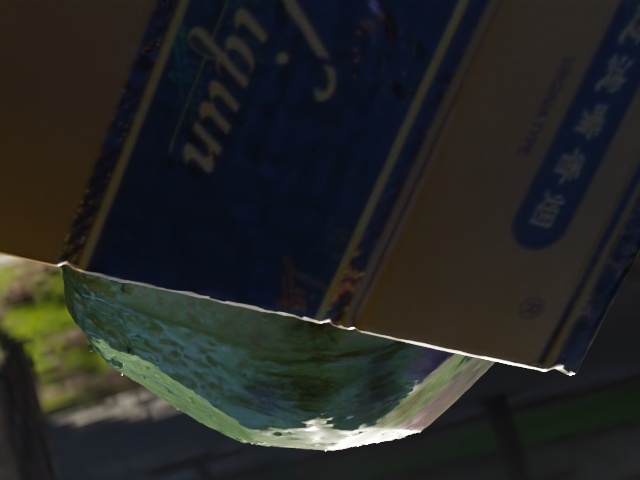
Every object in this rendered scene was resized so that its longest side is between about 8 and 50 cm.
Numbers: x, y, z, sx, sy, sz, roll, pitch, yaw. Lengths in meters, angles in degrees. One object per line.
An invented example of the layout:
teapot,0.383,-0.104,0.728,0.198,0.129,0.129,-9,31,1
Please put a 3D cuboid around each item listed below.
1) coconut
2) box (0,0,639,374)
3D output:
coconut,0.000,0.000,0.865,0.236,0.236,0.204,-21,-152,16
box,-0.015,-0.064,0.453,0.237,0.070,0.152,14,114,-22
